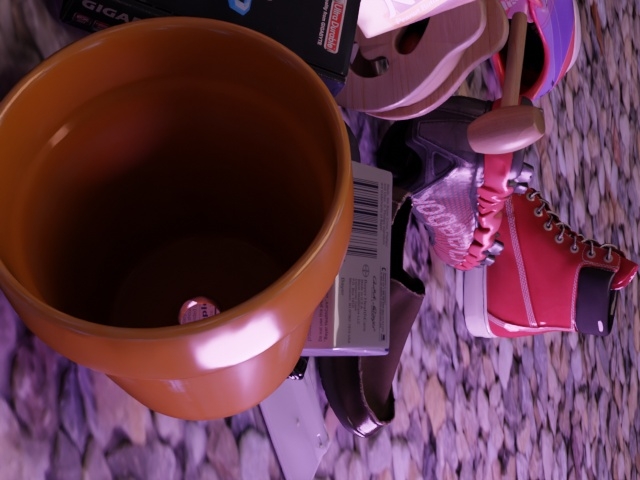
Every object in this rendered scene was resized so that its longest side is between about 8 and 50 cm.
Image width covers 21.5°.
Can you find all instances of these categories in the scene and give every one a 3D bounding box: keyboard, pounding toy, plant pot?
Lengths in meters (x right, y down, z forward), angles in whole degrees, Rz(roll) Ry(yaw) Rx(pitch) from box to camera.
[{"bbox_3d":[-0.038,0.085,1.273,0.072,0.014,0.256,-57,139,-45],"label":"keyboard"},{"bbox_3d":[0.079,-0.183,1.410,0.155,0.154,0.270,5,66,-67],"label":"pounding toy"},{"bbox_3d":[-0.078,0.009,0.969,0.188,0.205,0.205,81,19,-59],"label":"plant pot"}]

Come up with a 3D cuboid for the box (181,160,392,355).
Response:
[{"bbox_3d":[-0.027,0.014,1.128,0.072,0.137,0.126,9,80,-55],"label":"box"}]

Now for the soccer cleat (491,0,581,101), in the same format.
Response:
[{"bbox_3d":[0.208,-0.295,1.758,0.116,0.108,0.318,-55,140,-49],"label":"soccer cleat"}]

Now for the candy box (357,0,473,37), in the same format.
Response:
[{"bbox_3d":[0.080,-0.321,1.239,0.087,0.182,0.317,49,27,-55],"label":"candy box"}]

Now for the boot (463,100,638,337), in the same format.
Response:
[{"bbox_3d":[0.234,-0.023,1.710,0.088,0.176,0.244,-13,99,-65],"label":"boot"}]

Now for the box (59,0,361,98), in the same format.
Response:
[{"bbox_3d":[-0.054,-0.207,1.060,0.051,0.175,0.220,138,-33,-58],"label":"box"}]

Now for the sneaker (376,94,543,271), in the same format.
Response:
[{"bbox_3d":[0.116,-0.056,1.533,0.276,0.135,0.098,95,6,-67],"label":"sneaker"}]

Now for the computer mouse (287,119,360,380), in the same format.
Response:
[{"bbox_3d":[0.000,0.000,1.302,0.071,0.041,0.242,60,32,-54],"label":"computer mouse"}]

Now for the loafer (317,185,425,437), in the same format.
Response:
[{"bbox_3d":[0.046,0.054,1.381,0.080,0.078,0.220,-12,100,-67],"label":"loafer"}]
